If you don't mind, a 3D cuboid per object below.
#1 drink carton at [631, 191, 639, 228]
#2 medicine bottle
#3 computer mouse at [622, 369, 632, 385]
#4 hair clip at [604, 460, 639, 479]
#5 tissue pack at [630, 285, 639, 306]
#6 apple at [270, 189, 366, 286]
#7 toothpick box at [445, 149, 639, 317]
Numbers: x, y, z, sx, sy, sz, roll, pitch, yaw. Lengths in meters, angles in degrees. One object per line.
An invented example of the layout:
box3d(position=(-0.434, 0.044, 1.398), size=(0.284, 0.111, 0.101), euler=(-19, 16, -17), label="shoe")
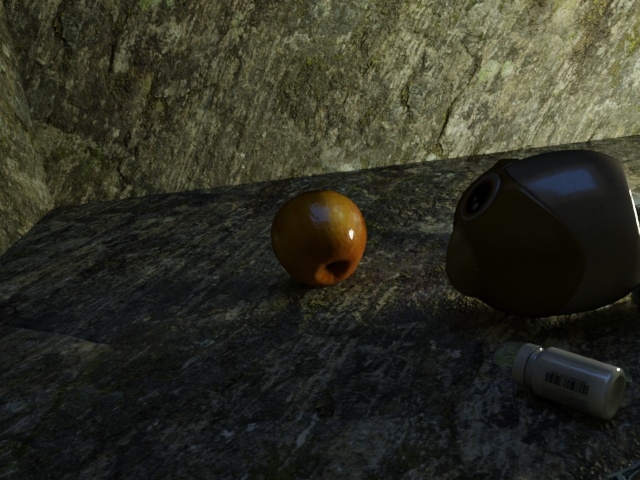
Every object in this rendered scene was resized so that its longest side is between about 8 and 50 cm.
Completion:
box3d(position=(1.054, -0.081, 2.018), size=(0.130, 0.107, 0.315), euler=(-16, 23, -22), label="drink carton")
box3d(position=(0.478, 0.268, 1.192), size=(0.103, 0.103, 0.186), euler=(-23, 25, -40), label="medicine bottle")
box3d(position=(0.581, 0.273, 1.251), size=(0.110, 0.032, 0.056), euler=(-6, 20, 0), label="computer mouse")
box3d(position=(0.507, 0.378, 0.986), size=(0.115, 0.030, 0.039), euler=(-17, 41, -22), label="hair clip")
box3d(position=(0.917, 0.119, 1.439), size=(0.315, 0.103, 0.228), euler=(1, 5, 17), label="tissue pack")
box3d(position=(0.000, 0.000, 1.834), size=(0.299, 0.299, 0.275), euler=(-10, 43, -11), label="apple")
box3d(position=(0.536, -0.015, 1.515), size=(0.425, 0.409, 0.409), euler=(-13, 15, 22), label="toothpick box")
